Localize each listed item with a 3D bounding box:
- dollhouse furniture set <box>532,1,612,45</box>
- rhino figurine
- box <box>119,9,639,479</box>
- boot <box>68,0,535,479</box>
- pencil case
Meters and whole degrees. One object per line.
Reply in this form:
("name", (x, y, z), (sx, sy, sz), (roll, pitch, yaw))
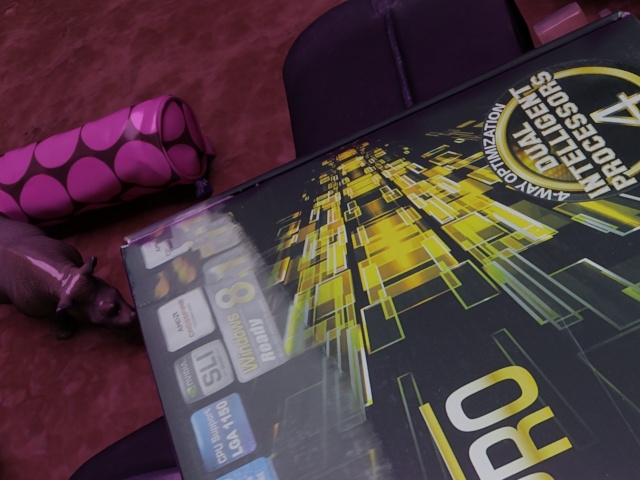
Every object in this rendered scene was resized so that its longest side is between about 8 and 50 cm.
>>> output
("dollhouse furniture set", (0.307, -0.168, 0.778), (0.303, 0.174, 0.355), (-29, 17, 15))
("rhino figurine", (-0.234, 0.034, 0.885), (0.243, 0.106, 0.073), (18, 65, 40))
("box", (0.101, 0.091, 0.478), (0.318, 0.097, 0.395), (-25, 49, 2))
("boot", (0.002, 0.000, 0.738), (0.367, 0.146, 0.445), (-12, 51, 9))
("pencil case", (-0.207, -0.065, 0.969), (0.209, 0.098, 0.095), (-13, 92, 21))
